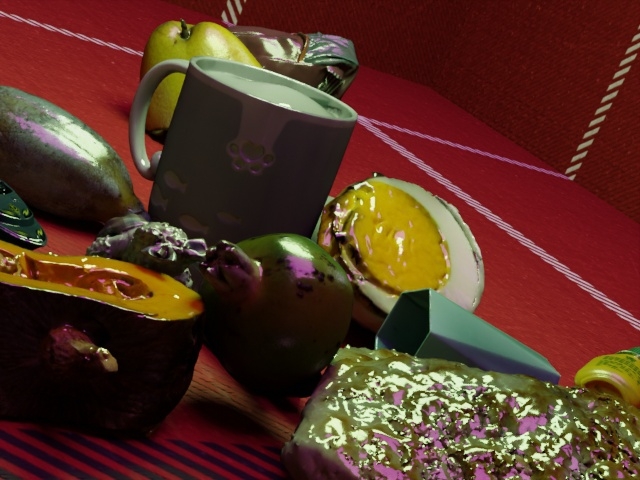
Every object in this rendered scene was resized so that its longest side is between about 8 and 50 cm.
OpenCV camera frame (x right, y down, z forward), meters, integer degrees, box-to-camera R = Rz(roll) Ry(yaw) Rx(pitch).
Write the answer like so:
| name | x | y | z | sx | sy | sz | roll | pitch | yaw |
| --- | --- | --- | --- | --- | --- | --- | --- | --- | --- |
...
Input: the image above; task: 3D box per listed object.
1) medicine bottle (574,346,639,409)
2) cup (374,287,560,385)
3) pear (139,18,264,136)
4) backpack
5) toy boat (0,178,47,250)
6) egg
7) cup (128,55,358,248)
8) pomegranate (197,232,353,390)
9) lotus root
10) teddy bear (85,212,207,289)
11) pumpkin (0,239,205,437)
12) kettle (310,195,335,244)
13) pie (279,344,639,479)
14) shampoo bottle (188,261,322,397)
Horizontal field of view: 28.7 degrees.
| name | x | y | z | sx | sy | sz | roll | pitch | yaw |
| --- | --- | --- | --- | --- | --- | --- | --- | --- | --- |
| medicine bottle | 0.500 | 0.224 | 2.065 | 0.111 | 0.076 | 0.309 | 32 | 18 | 19 |
| cup | 0.206 | 0.172 | 1.714 | 0.236 | 0.134 | 0.148 | 26 | 47 | -19 |
| pear | -0.253 | -0.336 | 2.389 | 0.267 | 0.267 | 0.178 | -95 | 160 | -72 |
| backpack | -0.106 | -0.319 | 2.607 | 0.317 | 0.283 | 0.197 | 8 | 40 | -21 |
| toy boat | -0.430 | -0.056 | 1.575 | 0.246 | 0.103 | 0.093 | 35 | 18 | 25 |
| egg | 0.094 | 0.052 | 1.879 | 0.264 | 0.174 | 0.286 | 45 | 39 | 3 |
| cup | -0.150 | -0.119 | 1.857 | 0.357 | 0.274 | 0.259 | 27 | 16 | 26 |
| pomegranate | -0.063 | 0.067 | 1.381 | 0.180 | 0.180 | 0.209 | 37 | -6 | 37 |
| lotus root | -0.371 | -0.113 | 1.771 | 0.322 | 0.140 | 0.158 | 27 | 15 | 0 |
| teddy bear | -0.204 | 0.018 | 1.469 | 0.133 | 0.213 | 0.111 | 19 | 58 | -29 |
| pumpkin | -0.268 | 0.093 | 1.257 | 0.317 | 0.139 | 0.222 | 16 | 15 | -29 |
| kettle | 0.004 | -0.005 | 2.047 | 0.127 | 0.098 | 0.148 | 24 | 18 | -23 |
| pie | 0.165 | 0.230 | 1.387 | 0.418 | 0.180 | 0.395 | 16 | 17 | -4 |
| shampoo bottle | -0.085 | 0.113 | 1.561 | 0.079 | 0.080 | 0.246 | 6 | 24 | -45 |
